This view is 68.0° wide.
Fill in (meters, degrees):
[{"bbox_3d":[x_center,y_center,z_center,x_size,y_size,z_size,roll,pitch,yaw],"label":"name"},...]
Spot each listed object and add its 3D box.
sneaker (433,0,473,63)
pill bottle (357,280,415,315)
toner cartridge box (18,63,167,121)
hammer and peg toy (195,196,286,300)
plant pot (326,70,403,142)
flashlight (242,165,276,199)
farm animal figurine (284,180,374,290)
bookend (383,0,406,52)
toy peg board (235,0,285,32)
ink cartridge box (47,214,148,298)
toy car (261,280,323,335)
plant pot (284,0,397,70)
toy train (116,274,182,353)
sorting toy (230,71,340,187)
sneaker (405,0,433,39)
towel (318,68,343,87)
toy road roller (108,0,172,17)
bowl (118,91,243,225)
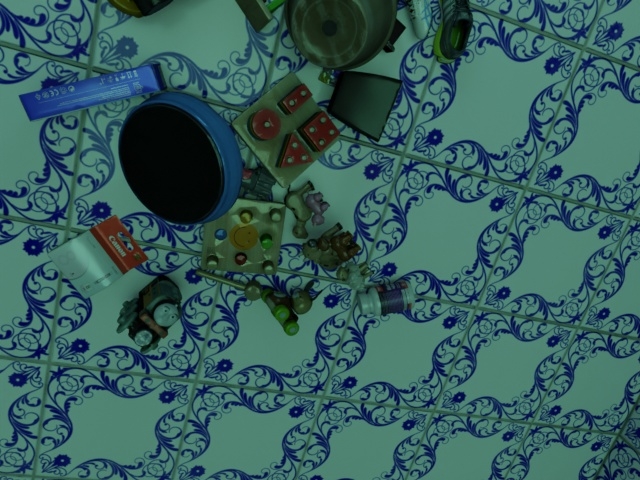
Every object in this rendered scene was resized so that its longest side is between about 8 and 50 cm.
[{"bbox_3d":[0.420,-0.696,1.435,0.111,0.121,0.299,-6,110,-9],"label":"sneaker"},{"bbox_3d":[0.236,0.216,1.732,0.194,0.108,0.108,-11,111,-7],"label":"pill bottle"},{"bbox_3d":[-0.615,-0.414,1.314,0.348,0.165,0.075,-15,111,-5],"label":"toner cartridge box"},{"bbox_3d":[-0.267,0.036,1.559,0.266,0.127,0.360,7,108,-13],"label":"hammer and peg toy"},{"bbox_3d":[0.121,-0.425,1.448,0.167,0.188,0.187,19,105,-9],"label":"plant pot"},{"bbox_3d":[-0.285,-0.235,1.480,0.304,0.103,0.103,19,62,-20],"label":"flashlight"},{"bbox_3d":[0.000,0.000,1.557,0.172,0.330,0.326,-35,140,0],"label":"farm animal figurine"},{"bbox_3d":[0.201,-0.681,1.424,0.156,0.072,0.157,34,100,-19],"label":"bookend"},{"bbox_3d":[-0.177,-0.683,1.311,0.079,0.161,0.160,-40,112,-9],"label":"toy peg board"},{"bbox_3d":[-0.710,0.054,1.522,0.233,0.066,0.189,-28,112,4],"label":"ink cartridge box"},{"bbox_3d":[-0.085,0.208,1.648,0.189,0.155,0.148,-35,122,-11],"label":"toy car"},{"bbox_3d":[0.040,-0.590,1.262,0.324,0.280,0.322,5,126,7],"label":"plant pot"},{"bbox_3d":[-0.522,0.220,1.480,0.190,0.334,0.142,-45,110,-9],"label":"toy train"},{"bbox_3d":[-0.091,-0.336,1.448,0.255,0.089,0.257,-44,112,-11],"label":"sorting toy"},{"bbox_3d":[0.280,-0.723,1.417,0.086,0.085,0.237,-16,107,-15],"label":"sneaker"},{"bbox_3d":[0.039,-0.515,1.486,0.083,0.009,0.060,22,103,-17],"label":"towel"},{"bbox_3d":[-0.426,-0.720,1.235,0.329,0.241,0.202,-43,115,-22],"label":"toy road roller"},{"bbox_3d":[-0.411,-0.222,1.363,0.392,0.077,0.390,10,117,19],"label":"bowl"}]
